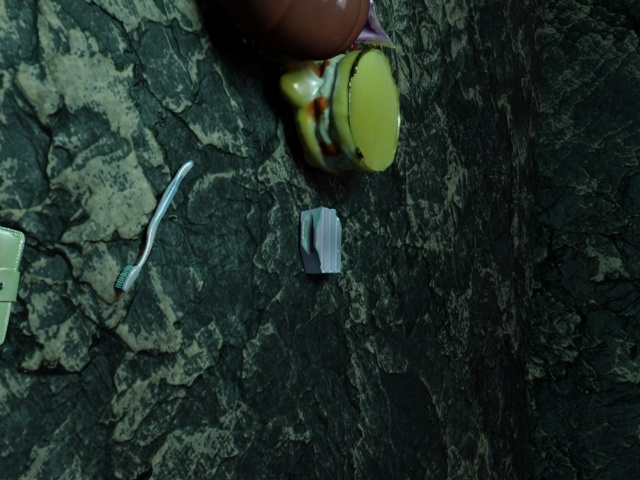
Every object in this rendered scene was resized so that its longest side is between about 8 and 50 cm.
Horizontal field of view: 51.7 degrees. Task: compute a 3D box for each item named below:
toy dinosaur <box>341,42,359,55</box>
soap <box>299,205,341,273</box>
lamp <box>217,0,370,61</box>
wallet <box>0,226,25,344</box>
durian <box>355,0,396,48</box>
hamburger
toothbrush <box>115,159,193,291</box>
[{"bbox_3d":[0.083,-0.433,1.606,0.101,0.055,0.279,-19,105,-44],"label":"toy dinosaur"},{"bbox_3d":[0.000,0.000,1.464,0.100,0.056,0.148,3,86,-56],"label":"soap"},{"bbox_3d":[-0.051,-0.469,1.229,0.303,0.257,0.303,30,30,-19],"label":"lamp"},{"bbox_3d":[-0.448,0.053,0.852,0.110,0.039,0.154,19,72,-49],"label":"wallet"},{"bbox_3d":[0.040,-0.549,1.467,0.153,0.187,0.260,-116,-169,-55],"label":"durian"},{"bbox_3d":[0.037,-0.280,1.417,0.303,0.187,0.260,26,69,-62],"label":"hamburger"},{"bbox_3d":[-0.274,-0.031,1.108,0.021,0.027,0.269,98,11,-61],"label":"toothbrush"}]
